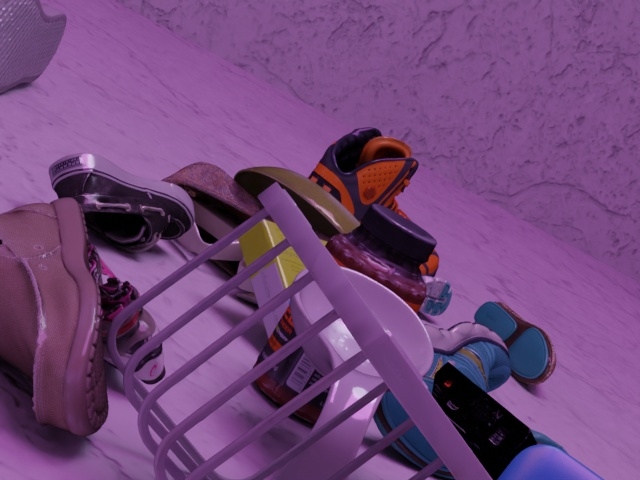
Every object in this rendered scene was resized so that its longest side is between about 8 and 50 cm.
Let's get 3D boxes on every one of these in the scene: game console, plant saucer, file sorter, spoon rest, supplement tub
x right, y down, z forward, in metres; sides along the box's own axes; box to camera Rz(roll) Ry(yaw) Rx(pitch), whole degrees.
[{"bbox_3d":[0.221,0.252,1.469,0.361,0.044,0.213,40,-15,44],"label":"game console"},{"bbox_3d":[0.000,0.000,2.014,0.241,0.037,0.241,41,-18,16],"label":"plant saucer"},{"bbox_3d":[-0.013,0.124,1.181,0.193,0.173,0.277,54,0,-25],"label":"file sorter"},{"bbox_3d":[0.024,0.107,1.452,0.137,0.084,0.276,29,35,-8],"label":"spoon rest"},{"bbox_3d":[0.027,0.067,1.629,0.106,0.198,0.106,30,8,-5],"label":"supplement tub"}]

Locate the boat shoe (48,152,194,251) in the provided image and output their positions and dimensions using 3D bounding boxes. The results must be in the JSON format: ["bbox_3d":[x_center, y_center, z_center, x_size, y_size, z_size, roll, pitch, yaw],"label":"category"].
[{"bbox_3d":[-0.198,-0.024,1.814,0.219,0.078,0.070,22,47,-57],"label":"boat shoe"}]

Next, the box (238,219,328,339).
[{"bbox_3d":[-0.012,0.072,1.783,0.109,0.042,0.178,19,43,-46],"label":"box"}]

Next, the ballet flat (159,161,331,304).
[{"bbox_3d":[-0.073,0.017,1.941,0.316,0.107,0.106,32,28,34],"label":"ballet flat"}]

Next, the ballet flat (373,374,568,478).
[{"bbox_3d":[0.132,0.194,1.721,0.247,0.083,0.087,27,-14,-25],"label":"ballet flat"}]

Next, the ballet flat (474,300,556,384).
[{"bbox_3d":[0.275,0.145,2.397,0.067,0.073,0.206,42,7,-30],"label":"ballet flat"}]

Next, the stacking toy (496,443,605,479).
[{"bbox_3d":[0.159,0.257,1.318,0.166,0.175,0.302,39,-4,4],"label":"stacking toy"}]

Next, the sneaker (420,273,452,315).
[{"bbox_3d":[0.093,0.054,2.358,0.166,0.065,0.076,28,-7,-36],"label":"sneaker"}]

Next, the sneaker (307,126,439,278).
[{"bbox_3d":[0.094,-0.044,2.447,0.125,0.180,0.321,38,12,35],"label":"sneaker"}]

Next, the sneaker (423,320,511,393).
[{"bbox_3d":[0.135,0.157,1.893,0.110,0.107,0.275,55,22,17],"label":"sneaker"}]

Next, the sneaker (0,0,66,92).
[{"bbox_3d":[-0.425,-0.266,2.196,0.150,0.135,0.366,24,1,2],"label":"sneaker"}]

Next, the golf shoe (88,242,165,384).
[{"bbox_3d":[-0.184,0.062,1.459,0.186,0.067,0.086,38,-21,57],"label":"golf shoe"}]

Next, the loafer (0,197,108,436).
[{"bbox_3d":[-0.207,0.056,1.297,0.092,0.101,0.268,-5,26,-10],"label":"loafer"}]
